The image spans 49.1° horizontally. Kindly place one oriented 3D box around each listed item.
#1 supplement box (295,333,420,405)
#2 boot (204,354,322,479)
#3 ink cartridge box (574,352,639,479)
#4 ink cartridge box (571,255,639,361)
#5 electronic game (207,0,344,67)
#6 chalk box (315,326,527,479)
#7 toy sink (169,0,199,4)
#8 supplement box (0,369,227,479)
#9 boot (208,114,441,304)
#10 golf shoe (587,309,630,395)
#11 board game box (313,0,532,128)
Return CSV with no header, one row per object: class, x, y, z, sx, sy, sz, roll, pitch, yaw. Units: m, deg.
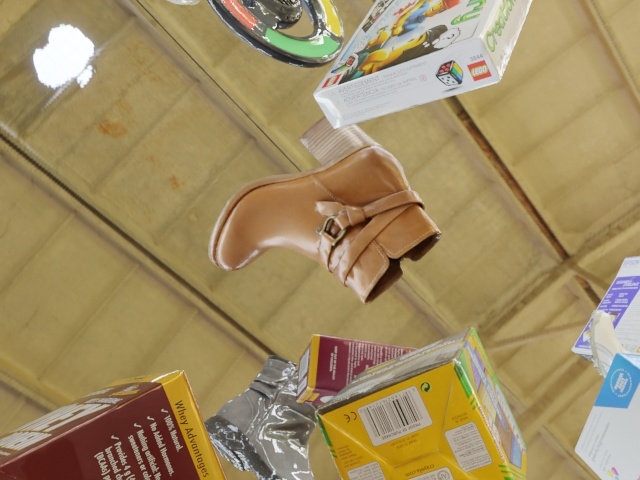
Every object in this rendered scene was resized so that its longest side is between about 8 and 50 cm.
supplement box,0.066,0.201,1.028,0.188,0.104,0.081,9,-115,-8
boot,-0.035,0.352,1.265,0.222,0.338,0.118,-42,-31,-26
ink cartridge box,0.372,0.227,0.696,0.078,0.231,0.134,9,-73,-20
ink cartridge box,0.541,0.116,1.186,0.045,0.206,0.208,34,-99,-5
electronic game,-0.063,-0.319,0.921,0.229,0.229,0.048,22,-43,-29
chalk box,0.104,0.170,0.647,0.132,0.213,0.132,-25,-96,17
toy sink,-0.079,-0.325,0.589,0.131,0.153,0.234,-9,-58,-38
supplement box,-0.174,0.225,0.515,0.194,0.129,0.191,-23,-88,-41
boot,0.000,0.000,0.902,0.283,0.220,0.109,-41,-23,11
golf shoe,0.436,0.182,1.001,0.069,0.086,0.176,17,-118,-54
board game box,0.134,-0.250,0.766,0.053,0.193,0.305,54,-135,-30
